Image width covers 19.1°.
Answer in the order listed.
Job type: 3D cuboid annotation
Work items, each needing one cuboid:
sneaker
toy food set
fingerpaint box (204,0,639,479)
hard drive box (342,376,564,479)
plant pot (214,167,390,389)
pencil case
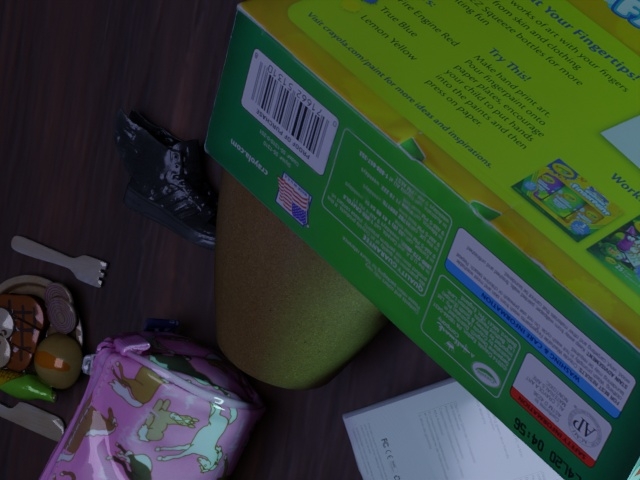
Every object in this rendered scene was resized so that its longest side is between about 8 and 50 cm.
[{"bbox_3d":[-0.133,-0.057,1.832,0.170,0.051,0.089,25,107,23],"label":"sneaker"},{"bbox_3d":[-0.293,0.097,1.914,0.132,0.038,0.192,18,99,21],"label":"toy food set"},{"bbox_3d":[0.197,-0.055,1.483,0.445,0.371,0.163,42,139,24],"label":"fingerpaint box"},{"bbox_3d":[0.161,0.199,1.674,0.232,0.089,0.181,-20,84,23],"label":"hard drive box"},{"bbox_3d":[0.000,0.000,1.702,0.237,0.237,0.254,32,118,18],"label":"plant pot"},{"bbox_3d":[-0.206,0.268,1.823,0.167,0.160,0.386,35,106,26],"label":"pencil case"}]
